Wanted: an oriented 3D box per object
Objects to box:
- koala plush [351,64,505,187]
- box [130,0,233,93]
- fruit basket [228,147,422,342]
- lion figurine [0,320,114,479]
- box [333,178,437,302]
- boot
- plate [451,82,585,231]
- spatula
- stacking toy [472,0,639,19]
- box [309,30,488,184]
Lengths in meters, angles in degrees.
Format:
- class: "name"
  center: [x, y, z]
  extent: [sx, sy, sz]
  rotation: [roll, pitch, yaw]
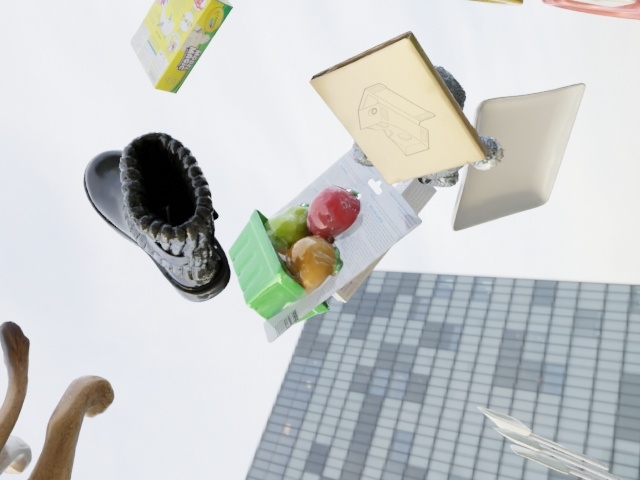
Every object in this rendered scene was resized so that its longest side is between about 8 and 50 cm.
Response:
- class: "koala plush"
  center: [0.179, -0.174, 1.024]
  extent: [0.221, 0.196, 0.204]
  rotation: [-108, 35, -66]
- class: "box"
  center: [-0.189, -0.305, 0.869]
  extent: [0.043, 0.179, 0.105]
  rotation: [1, -129, -49]
- class: "fruit basket"
  center: [0.000, 0.000, 1.239]
  extent: [0.353, 0.327, 0.165]
  rotation: [-36, -52, 4]
- class: "lion figurine"
  center: [-0.228, 0.278, 0.426]
  extent: [0.240, 0.142, 0.393]
  rotation: [-65, -29, -68]
- class: "box"
  center: [0.123, -0.010, 1.365]
  extent: [0.067, 0.063, 0.324]
  rotation: [43, -101, -18]
- class: "boot"
  center: [-0.266, -0.078, 0.955]
  extent: [0.131, 0.348, 0.260]
  rotation: [-44, -20, -17]
- class: "plate"
  center: [0.376, -0.169, 1.244]
  extent: [0.277, 0.045, 0.278]
  rotation: [-16, -51, -27]
- class: "spatula"
  center: [0.363, 0.319, 0.943]
  extent: [0.168, 0.241, 0.019]
  rotation: [-151, 84, -82]
- class: "stacking toy"
  center: [0.249, -0.329, 0.692]
  extent: [0.279, 0.308, 0.131]
  rotation: [-23, -54, -57]
- class: "box"
  center: [0.104, -0.165, 0.841]
  extent: [0.201, 0.164, 0.021]
  rotation: [47, -130, -30]
